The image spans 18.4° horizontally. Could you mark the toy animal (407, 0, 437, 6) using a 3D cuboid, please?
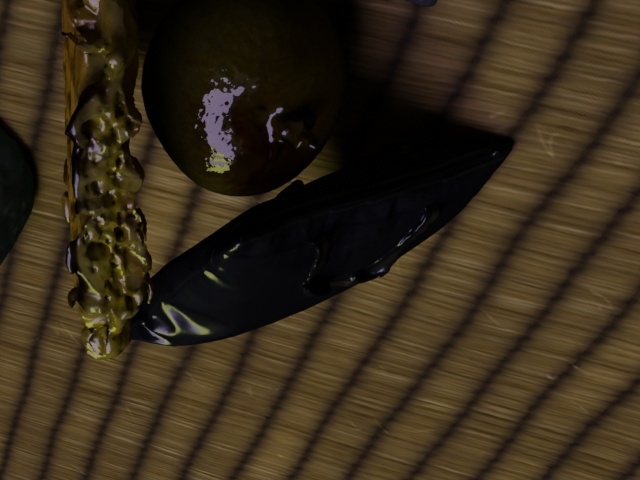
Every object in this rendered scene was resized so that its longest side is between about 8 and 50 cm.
[{"bbox_3d":[-0.100,-0.249,1.283,0.367,0.081,0.206,20,164,12],"label":"toy animal"}]

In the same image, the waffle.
[{"bbox_3d":[-0.156,-0.072,1.399,0.060,0.311,0.307,-3,176,-7],"label":"waffle"}]

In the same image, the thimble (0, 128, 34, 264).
[{"bbox_3d":[-0.365,-0.029,1.779,0.198,0.143,0.235,13,148,26],"label":"thimble"}]

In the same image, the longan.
[{"bbox_3d":[-0.048,-0.105,1.384,0.176,0.145,0.154,55,167,45],"label":"longan"}]

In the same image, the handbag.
[{"bbox_3d":[0.000,0.000,1.457,0.211,0.254,0.088,-40,73,56],"label":"handbag"}]
